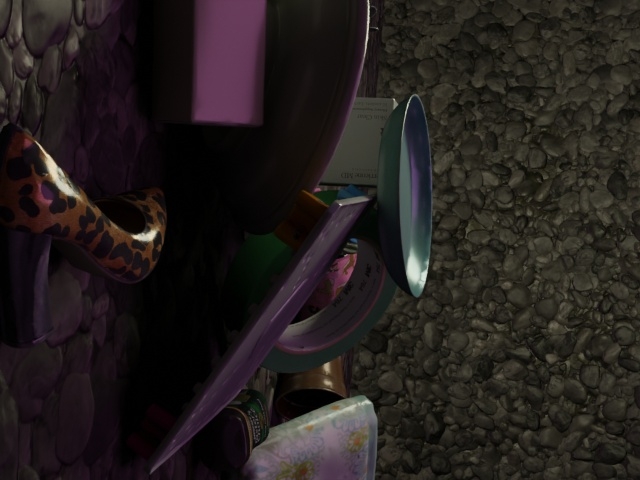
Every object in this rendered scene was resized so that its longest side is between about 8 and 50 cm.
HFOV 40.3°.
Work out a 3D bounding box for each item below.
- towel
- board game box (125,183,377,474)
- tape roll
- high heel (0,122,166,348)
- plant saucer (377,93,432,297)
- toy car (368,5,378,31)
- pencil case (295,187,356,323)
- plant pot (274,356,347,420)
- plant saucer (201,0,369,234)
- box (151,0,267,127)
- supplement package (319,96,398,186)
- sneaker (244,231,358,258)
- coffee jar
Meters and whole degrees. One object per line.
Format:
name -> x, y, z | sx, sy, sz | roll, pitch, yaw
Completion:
towel -> -0.031, 0.499, 1.614 | 0.320, 0.090, 0.374 | -14, 111, -43
board game box -> -0.074, 0.091, 1.164 | 0.390, 0.050, 0.390 | -54, 174, 9
tape roll -> -0.008, 0.073, 1.457 | 0.077, 0.321, 0.321 | 44, -30, 40
high heel -> -0.199, -0.047, 0.768 | 0.261, 0.093, 0.186 | -55, 155, -57
plant saucer -> 0.134, -0.069, 1.372 | 0.317, 0.043, 0.318 | 0, 90, -74
toy car -> 0.023, -0.455, 1.761 | 0.155, 0.188, 0.149 | 57, 38, -76
pencil case -> 0.010, 0.068, 1.999 | 0.160, 0.167, 0.386 | -48, 147, -41
plant pot -> -0.016, 0.304, 1.960 | 0.167, 0.167, 0.165 | 83, 6, -50
plant saucer -> -0.076, -0.210, 1.178 | 0.400, 0.100, 0.400 | -39, -137, 51
box -> -0.129, -0.273, 1.025 | 0.113, 0.094, 0.275 | -2, 99, -42
supplement package -> 0.003, -0.167, 1.506 | 0.204, 0.262, 0.145 | -15, 108, -80
sneaker -> 0.000, -0.001, 1.637 | 0.323, 0.236, 0.130 | 62, 32, -73
coffee jar -> -0.136, 0.299, 1.381 | 0.184, 0.079, 0.096 | -14, 97, -81
